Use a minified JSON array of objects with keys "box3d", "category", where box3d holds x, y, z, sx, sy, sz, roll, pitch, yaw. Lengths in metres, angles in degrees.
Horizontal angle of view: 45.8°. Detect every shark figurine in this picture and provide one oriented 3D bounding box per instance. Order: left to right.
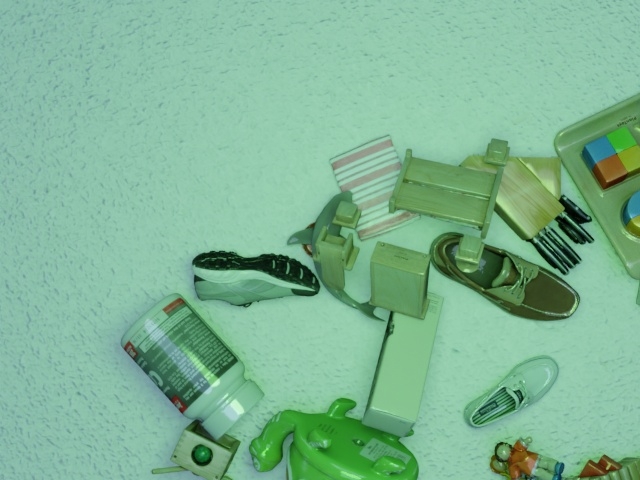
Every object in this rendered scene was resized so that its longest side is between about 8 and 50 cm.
[{"box3d":[0.027,0.053,1.565,0.166,0.116,0.279,-18,91,3],"category":"shark figurine"}]

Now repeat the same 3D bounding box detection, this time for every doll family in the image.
[{"box3d":[0.393,0.523,1.523,0.163,0.118,0.263,13,83,36],"category":"doll family"}]

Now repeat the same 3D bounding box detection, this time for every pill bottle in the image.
[{"box3d":[-0.260,0.261,1.558,0.161,0.161,0.283,-43,85,1],"category":"pill bottle"}]

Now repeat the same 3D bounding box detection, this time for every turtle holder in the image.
[{"box3d":[0.022,0.462,1.494,0.320,0.243,0.228,14,104,-10],"category":"turtle holder"}]

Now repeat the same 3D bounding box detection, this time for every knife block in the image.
[{"box3d":[0.420,-0.051,1.569,0.275,0.088,0.242,2,87,3],"category":"knife block"}]

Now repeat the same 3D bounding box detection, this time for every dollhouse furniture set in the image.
[{"box3d":[0.187,-0.048,1.515,0.303,0.174,0.356,15,58,14],"category":"dollhouse furniture set"}]

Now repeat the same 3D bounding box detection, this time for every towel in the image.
[{"box3d":[0.117,-0.112,1.622,0.144,0.029,0.197,-21,86,5],"category":"towel"}]

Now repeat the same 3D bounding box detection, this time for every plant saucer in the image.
[{"box3d":[0.000,0.000,1.629,0.083,0.013,0.084,0,87,3],"category":"plant saucer"}]

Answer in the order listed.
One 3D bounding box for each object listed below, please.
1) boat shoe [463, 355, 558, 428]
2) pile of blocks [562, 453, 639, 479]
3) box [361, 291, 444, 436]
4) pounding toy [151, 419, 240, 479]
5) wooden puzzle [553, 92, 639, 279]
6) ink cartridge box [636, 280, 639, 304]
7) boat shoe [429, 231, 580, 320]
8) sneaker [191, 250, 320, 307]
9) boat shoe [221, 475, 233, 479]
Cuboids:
[{"box3d":[0.400,0.321,1.559,0.226,0.076,0.083,-38,86,1],"category":"boat shoe"},{"box3d":[0.608,0.481,1.504,0.361,0.149,0.113,-19,87,3],"category":"pile of blocks"},{"box3d":[0.165,0.237,1.504,0.094,0.113,0.275,17,58,3],"category":"box"},{"box3d":[-0.253,0.445,1.559,0.130,0.141,0.100,25,89,4],"category":"pounding toy"},{"box3d":[0.698,-0.139,1.535,0.322,0.080,0.348,-25,75,1],"category":"wooden puzzle"},{"box3d":[0.734,0.098,1.560,0.135,0.056,0.099,11,88,4],"category":"ink cartridge box"},{"box3d":[0.377,0.080,1.551,0.324,0.116,0.123,21,89,4],"category":"boat shoe"},{"box3d":[-0.136,0.090,1.603,0.271,0.100,0.108,6,117,-2],"category":"sneaker"},{"box3d":[-0.193,0.640,1.570,0.102,0.092,0.286,-10,87,3],"category":"boat shoe"}]
